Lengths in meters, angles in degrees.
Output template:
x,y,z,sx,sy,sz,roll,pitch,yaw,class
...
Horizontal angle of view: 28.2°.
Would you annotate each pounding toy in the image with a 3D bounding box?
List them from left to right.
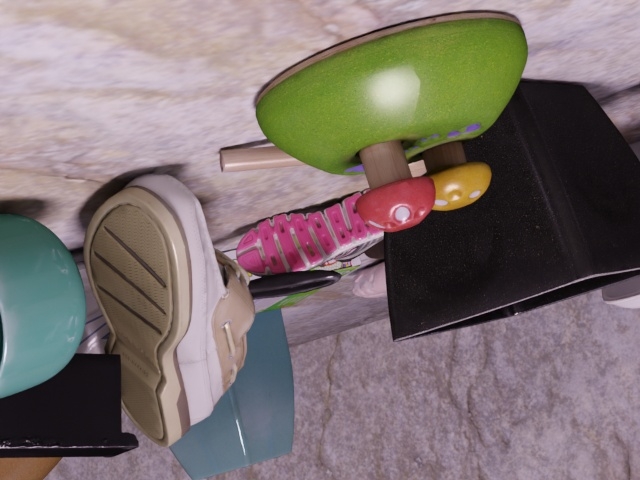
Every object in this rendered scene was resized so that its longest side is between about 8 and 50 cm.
x,y,z,sx,sy,sz,roll,pitch,yaw,class
0.050,-0.055,0.851,0.183,0.110,0.237,-12,171,-22,pounding toy

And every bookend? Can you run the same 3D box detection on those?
x,y,z,sx,sy,sz,roll,pitch,yaw,class
-0.236,0.097,1.045,0.156,0.157,0.072,3,164,-25,bookend

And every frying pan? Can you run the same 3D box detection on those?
x,y,z,sx,sy,sz,roll,pitch,yaw,class
-0.142,0.080,1.296,0.326,0.053,0.197,2,159,2,frying pan

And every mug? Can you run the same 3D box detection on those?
x,y,z,sx,sy,sz,roll,pitch,yaw,class
-0.239,0.035,0.914,0.097,0.157,0.129,-15,151,-52,mug

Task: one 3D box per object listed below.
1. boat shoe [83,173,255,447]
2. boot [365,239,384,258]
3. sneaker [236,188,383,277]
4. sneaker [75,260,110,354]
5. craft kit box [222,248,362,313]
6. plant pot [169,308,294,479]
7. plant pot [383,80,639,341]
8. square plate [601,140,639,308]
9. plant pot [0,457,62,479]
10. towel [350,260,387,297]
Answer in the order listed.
x,y,z,sx,sy,sz,roll,pitch,yaw,class
-0.115,0.045,1.032,0.103,0.113,0.302,-36,155,-30,boat shoe
0.121,-0.010,1.562,0.106,0.037,0.114,-21,175,42,boot
0.000,0.000,1.279,0.170,0.063,0.075,-21,166,-2,sneaker
-0.234,0.080,1.141,0.297,0.129,0.111,-13,179,-8,sneaker
-0.109,0.058,1.501,0.247,0.060,0.250,-10,170,-23,craft kit box
-0.139,0.199,1.751,0.166,0.234,0.165,-20,171,33,plant pot
0.158,-0.029,1.035,0.188,0.166,0.187,-24,168,39,plant pot
0.449,-0.055,1.254,0.344,0.049,0.347,-18,-158,21,square plate
-0.439,0.256,1.704,0.254,0.237,0.237,-27,-178,-43,plant pot
0.250,0.006,1.843,0.317,0.053,0.332,-12,171,-30,towel
